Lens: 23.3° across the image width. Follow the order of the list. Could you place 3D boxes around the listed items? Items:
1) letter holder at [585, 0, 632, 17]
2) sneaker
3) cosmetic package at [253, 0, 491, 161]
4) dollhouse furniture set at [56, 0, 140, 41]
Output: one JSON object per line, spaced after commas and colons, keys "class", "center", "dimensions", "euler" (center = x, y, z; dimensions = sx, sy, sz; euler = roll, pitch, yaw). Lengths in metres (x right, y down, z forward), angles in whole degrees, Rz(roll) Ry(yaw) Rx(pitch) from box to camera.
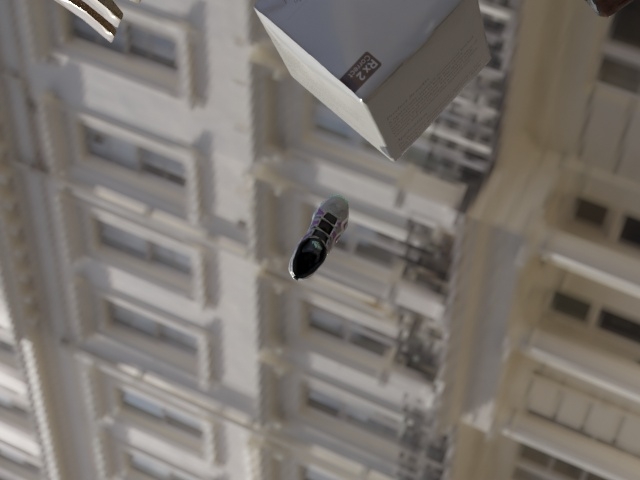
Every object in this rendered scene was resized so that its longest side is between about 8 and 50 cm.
{"class": "letter holder", "center": [0.124, -0.298, 0.745], "dimensions": [0.214, 0.302, 0.152], "euler": [-36, -37, 6]}
{"class": "sneaker", "center": [0.000, 0.000, 1.575], "dimensions": [0.098, 0.038, 0.069], "euler": [-63, 1, 5]}
{"class": "cosmetic package", "center": [0.055, -0.199, 1.496], "dimensions": [0.151, 0.151, 0.183], "euler": [-47, -18, -4]}
{"class": "dollhouse furniture set", "center": [-0.212, -0.361, 1.700], "dimensions": [0.262, 0.135, 0.259], "euler": [-57, 8, -10]}
